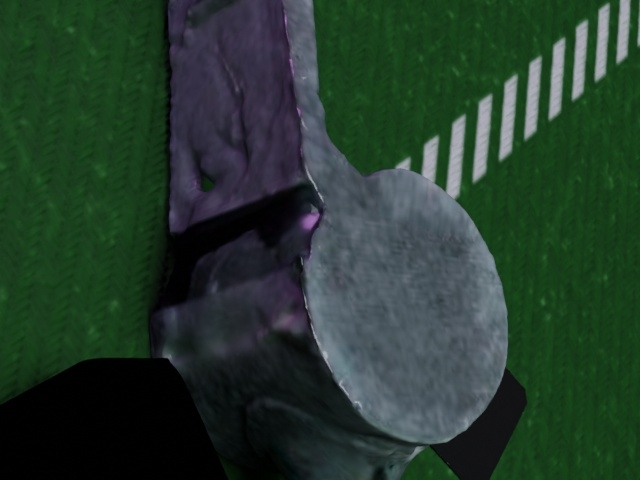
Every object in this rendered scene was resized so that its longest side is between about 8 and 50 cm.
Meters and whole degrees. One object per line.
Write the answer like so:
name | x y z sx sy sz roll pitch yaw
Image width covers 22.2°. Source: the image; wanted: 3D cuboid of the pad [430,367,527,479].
pad | 0.106 0.117 1.323 0.157 0.003 0.112 49 54 -22

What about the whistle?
whistle | -0.025 -0.004 1.126 0.188 0.168 0.405 -32 98 -42

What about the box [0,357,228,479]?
box | -0.138 0.265 0.983 0.225 0.143 0.341 -30 100 -42
